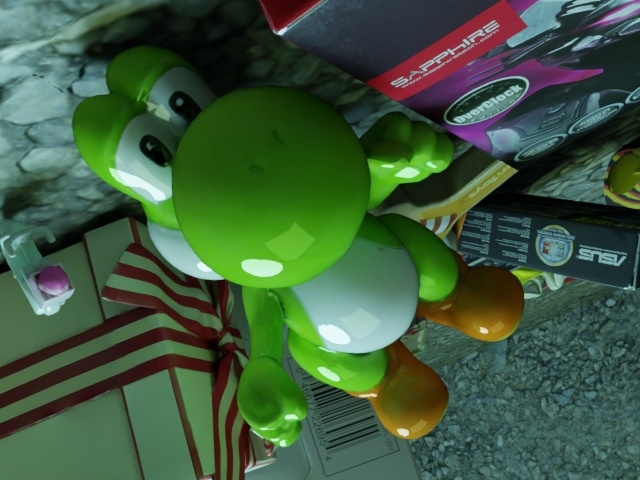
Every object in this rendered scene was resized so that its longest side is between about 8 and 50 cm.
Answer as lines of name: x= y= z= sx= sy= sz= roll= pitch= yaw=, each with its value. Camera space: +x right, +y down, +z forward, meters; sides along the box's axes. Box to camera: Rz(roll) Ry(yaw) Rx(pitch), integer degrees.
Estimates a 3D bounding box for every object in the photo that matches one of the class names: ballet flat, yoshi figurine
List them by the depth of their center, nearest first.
yoshi figurine: x=0.009 y=0.016 z=0.494 sx=0.203 sy=0.203 sz=0.362 roll=-23 pitch=137 yaw=31
ballet flat: x=0.435 y=0.069 z=1.493 sx=0.231 sy=0.077 sz=0.077 roll=-15 pitch=161 yaw=-19

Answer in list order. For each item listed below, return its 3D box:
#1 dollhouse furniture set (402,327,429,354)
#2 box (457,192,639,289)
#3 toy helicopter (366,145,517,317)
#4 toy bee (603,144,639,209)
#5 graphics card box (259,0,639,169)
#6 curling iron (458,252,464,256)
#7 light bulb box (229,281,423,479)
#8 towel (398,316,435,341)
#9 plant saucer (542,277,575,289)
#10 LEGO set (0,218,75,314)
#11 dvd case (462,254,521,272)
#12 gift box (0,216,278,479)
dollhouse furniture set: x=0.094 y=0.199 z=1.503 sx=0.198 sy=0.151 sz=0.301 roll=-18 pitch=135 yaw=-33
box: x=0.284 y=-0.009 z=0.867 sx=0.216 sy=0.060 sz=0.270 roll=-6 pitch=-167 yaw=-43
toy helicopter: x=0.123 y=-0.029 z=0.757 sx=0.355 sy=0.140 sz=0.235 roll=-39 pitch=153 yaw=15
toy bee: x=0.468 y=-0.110 z=0.926 sx=0.195 sy=0.162 sz=0.298 roll=-19 pitch=-170 yaw=-37
graphics card box: x=0.145 y=-0.160 z=0.438 sx=0.233 sy=0.094 sz=0.371 roll=-30 pitch=162 yaw=24
curling iron: x=0.207 y=0.019 z=1.143 sx=0.274 sy=0.035 sz=0.068 roll=-30 pitch=161 yaw=24
light bulb box: x=-0.040 y=0.240 z=0.978 sx=0.225 sy=0.357 sz=0.361 roll=-17 pitch=163 yaw=-8
towel: x=0.107 y=0.066 z=0.993 sx=0.029 sy=0.144 sz=0.197 roll=17 pitch=144 yaw=-27
plant saucer: x=0.630 y=0.013 z=1.607 sx=0.259 sy=0.047 sz=0.258 roll=-15 pitch=161 yaw=-23
LEGO set: x=-0.299 y=0.043 z=0.457 sx=0.287 sy=0.132 sz=0.107 roll=-36 pitch=169 yaw=-38
dvd case: x=0.292 y=0.042 z=1.325 sx=0.179 sy=0.029 sz=0.239 roll=-29 pitch=162 yaw=21
gift box: x=-0.186 y=0.140 z=0.682 sx=0.258 sy=0.255 sz=0.276 roll=-21 pitch=169 yaw=5
